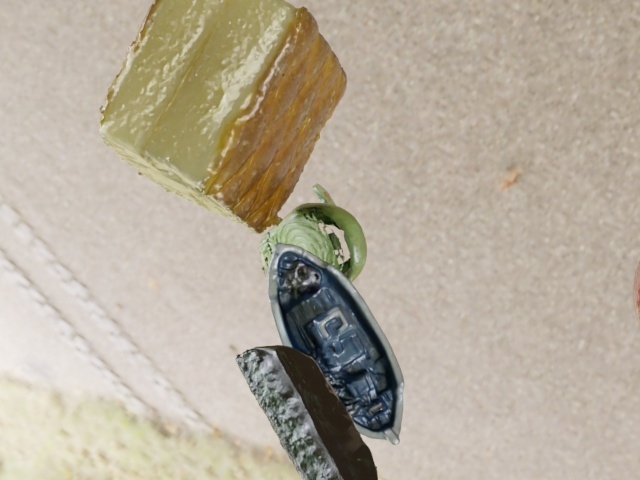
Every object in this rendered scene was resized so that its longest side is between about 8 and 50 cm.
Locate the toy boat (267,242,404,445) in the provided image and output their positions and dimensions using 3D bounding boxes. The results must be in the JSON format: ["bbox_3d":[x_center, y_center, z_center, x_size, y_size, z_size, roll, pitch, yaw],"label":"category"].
[{"bbox_3d":[0.020,0.137,1.655,0.309,0.129,0.142,59,172,0],"label":"toy boat"}]

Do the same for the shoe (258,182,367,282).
[{"bbox_3d":[-0.006,0.002,1.817,0.140,0.128,0.262,55,149,-4],"label":"shoe"}]

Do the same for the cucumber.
[{"bbox_3d":[0.006,0.172,1.084,0.220,0.070,0.046,59,141,29],"label":"cucumber"}]

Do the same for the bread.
[{"bbox_3d":[-0.126,-0.181,1.656,0.207,0.279,0.279,28,178,17],"label":"bread"}]

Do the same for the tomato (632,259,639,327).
[{"bbox_3d":[0.333,0.021,0.987,0.233,0.200,0.139,36,-174,-45],"label":"tomato"}]
